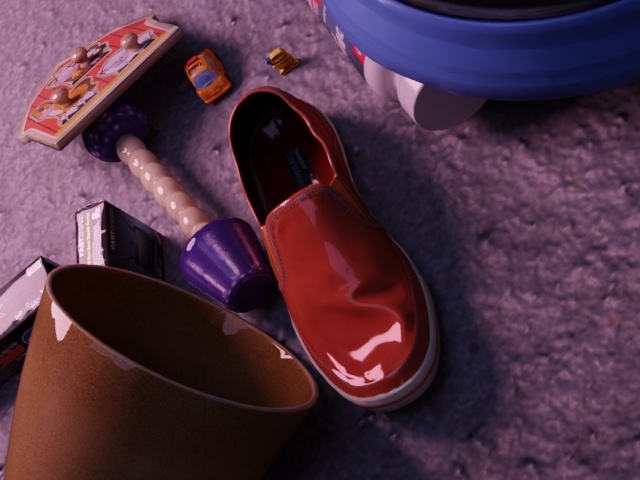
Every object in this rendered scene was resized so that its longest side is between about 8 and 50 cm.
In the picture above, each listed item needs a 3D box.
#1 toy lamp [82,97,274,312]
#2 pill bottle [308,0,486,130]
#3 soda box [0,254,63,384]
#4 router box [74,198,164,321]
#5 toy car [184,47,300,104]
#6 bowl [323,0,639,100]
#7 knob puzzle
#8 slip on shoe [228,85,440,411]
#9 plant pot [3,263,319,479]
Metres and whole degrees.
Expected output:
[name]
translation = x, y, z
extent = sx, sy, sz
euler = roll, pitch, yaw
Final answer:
[toy lamp]
translation = -0.133, -0.032, 1.190
extent = 0.080, 0.080, 0.274
euler = -47, 51, 6
[pill bottle]
translation = 0.072, -0.184, 1.107
extent = 0.108, 0.108, 0.180
euler = -40, 54, 11
[soda box]
translation = -0.311, 0.091, 1.254
extent = 0.169, 0.060, 0.053
euler = -38, 56, 12
[router box]
translation = -0.185, 0.034, 1.181
extent = 0.038, 0.092, 0.122
euler = -21, 61, 23
[toy car]
translation = -0.084, -0.180, 1.244
extent = 0.122, 0.040, 0.060
euler = -20, 60, 24
[bowl]
translation = 0.176, -0.290, 1.036
extent = 0.391, 0.077, 0.391
euler = -7, 57, 11
[knob puzzle]
translation = -0.244, -0.174, 1.300
extent = 0.213, 0.030, 0.213
euler = -29, 31, 19
[slip on shoe]
translation = 0.000, 0.000, 1.078
extent = 0.123, 0.101, 0.331
euler = -32, 58, 14
[plant pot]
translation = -0.163, 0.183, 1.041
extent = 0.237, 0.237, 0.254
euler = 35, 104, 37
